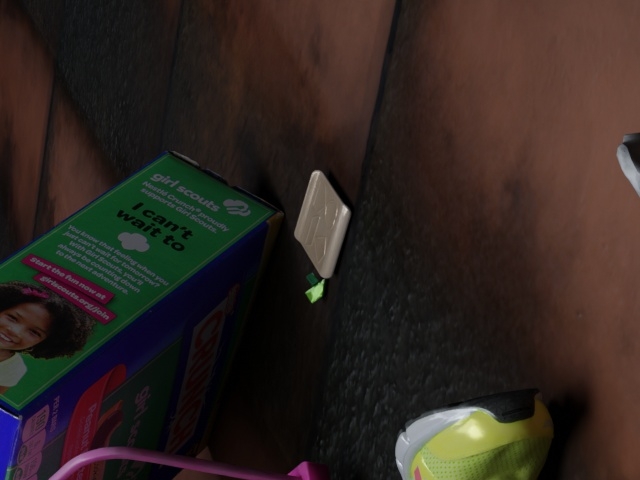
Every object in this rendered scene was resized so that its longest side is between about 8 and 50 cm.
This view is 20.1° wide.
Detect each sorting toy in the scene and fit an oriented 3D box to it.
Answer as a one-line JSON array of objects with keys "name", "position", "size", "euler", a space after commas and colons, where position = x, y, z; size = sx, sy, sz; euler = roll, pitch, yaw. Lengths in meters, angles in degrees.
[{"name": "sorting toy", "position": [0.000, 0.000, 1.261], "size": [0.062, 0.012, 0.083], "euler": [53, 133, 53]}]

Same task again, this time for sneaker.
[{"name": "sneaker", "position": [0.080, 0.154, 0.949], "size": [0.208, 0.081, 0.094], "euler": [108, 149, -50]}]

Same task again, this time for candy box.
[{"name": "candy box", "position": [-0.184, 0.118, 1.335], "size": [0.317, 0.122, 0.268], "euler": [-42, -23, -48]}]

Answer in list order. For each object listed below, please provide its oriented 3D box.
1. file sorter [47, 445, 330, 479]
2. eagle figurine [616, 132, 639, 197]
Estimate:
[{"name": "file sorter", "position": [-0.101, 0.299, 1.112], "size": [0.202, 0.182, 0.290], "euler": [-44, 44, 39]}, {"name": "eagle figurine", "position": [0.186, 0.113, 0.506], "size": [0.225, 0.226, 0.298], "euler": [30, 111, 45]}]
